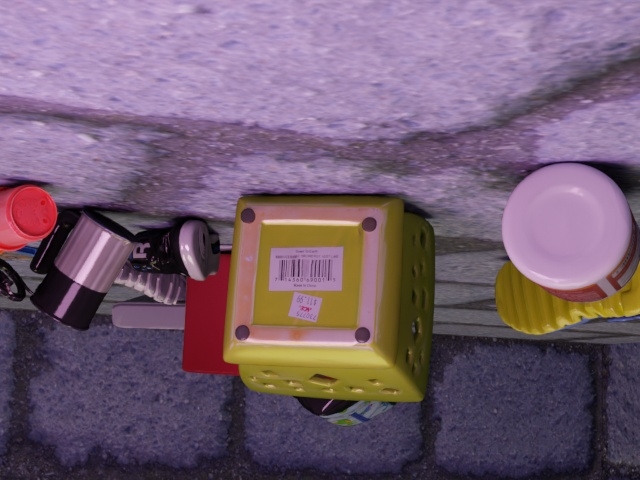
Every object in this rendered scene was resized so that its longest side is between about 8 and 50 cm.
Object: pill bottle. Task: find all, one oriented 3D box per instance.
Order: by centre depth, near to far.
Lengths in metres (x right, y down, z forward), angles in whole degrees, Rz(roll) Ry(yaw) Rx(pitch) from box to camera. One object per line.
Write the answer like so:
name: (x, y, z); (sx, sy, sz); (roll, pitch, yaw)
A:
pill bottle: (0.259, 0.000, 1.133); (0.121, 0.121, 0.216); (-1, 171, 19)

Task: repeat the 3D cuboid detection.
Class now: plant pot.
plant pot: (0.007, 0.060, 1.309); (0.228, 0.227, 0.207); (1, 165, 13)

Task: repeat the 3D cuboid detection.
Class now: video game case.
video game case: (-0.540, 0.016, 1.839); (0.119, 0.015, 0.166); (-1, 171, 26)

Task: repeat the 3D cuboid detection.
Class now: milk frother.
milk frother: (-0.323, 0.024, 1.393); (0.129, 0.134, 0.143); (32, -176, 15)

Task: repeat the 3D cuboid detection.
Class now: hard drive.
hard drive: (-0.203, 0.115, 2.075); (0.233, 0.047, 0.353); (0, -175, 15)

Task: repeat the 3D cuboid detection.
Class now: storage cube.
storage cube: (-0.086, 0.123, 1.775); (0.193, 0.214, 0.184); (-1, 174, 36)

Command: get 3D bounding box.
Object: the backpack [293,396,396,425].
backpack: (0.046, 0.206, 2.042); (0.273, 0.290, 0.355); (-25, 152, -6)

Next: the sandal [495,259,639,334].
sandal: (0.398, 0.077, 1.670); (0.138, 0.126, 0.317); (4, 174, -41)

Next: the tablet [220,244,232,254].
tablet: (-0.154, 0.015, 1.760); (0.054, 0.006, 0.083); (2, 173, -2)

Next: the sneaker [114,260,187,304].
sneaker: (-0.309, 0.042, 1.781); (0.229, 0.086, 0.132); (23, 165, -41)

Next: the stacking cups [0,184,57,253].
stacking cups: (-0.426, -0.012, 1.346); (0.096, 0.096, 0.316); (9, 168, -39)

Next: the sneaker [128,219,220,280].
sneaker: (-0.210, 0.018, 1.529); (0.121, 0.079, 0.217); (0, 173, 3)
